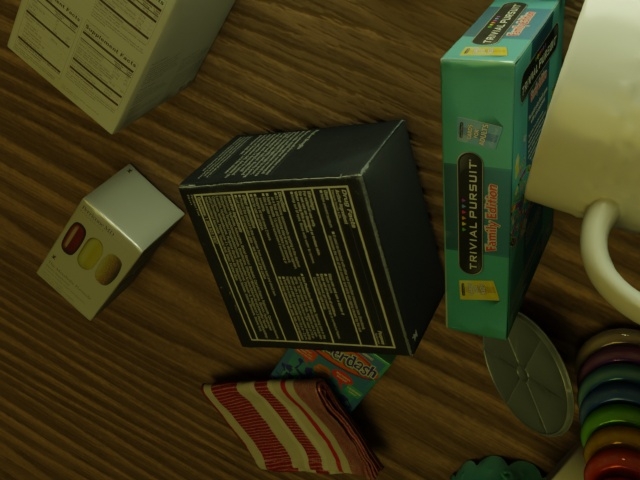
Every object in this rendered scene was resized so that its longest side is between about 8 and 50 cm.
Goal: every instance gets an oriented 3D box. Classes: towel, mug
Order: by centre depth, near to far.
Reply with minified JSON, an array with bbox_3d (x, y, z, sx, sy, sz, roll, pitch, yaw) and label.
[{"bbox_3d":[0.385,-0.079,0.773,0.328,0.374,0.276,19,162,15],"label":"mug"},{"bbox_3d":[-0.063,0.354,1.508,0.329,0.037,0.237,-11,120,43],"label":"towel"}]

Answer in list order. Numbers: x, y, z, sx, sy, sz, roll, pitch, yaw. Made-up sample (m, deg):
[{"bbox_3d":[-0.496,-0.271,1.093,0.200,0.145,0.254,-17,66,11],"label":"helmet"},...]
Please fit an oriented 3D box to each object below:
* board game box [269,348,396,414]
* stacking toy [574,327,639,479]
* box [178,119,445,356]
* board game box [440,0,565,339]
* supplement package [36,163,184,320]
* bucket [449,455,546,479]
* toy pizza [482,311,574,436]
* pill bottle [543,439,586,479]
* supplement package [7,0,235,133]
[{"bbox_3d":[0.020,0.216,1.403,0.160,0.047,0.210,34,131,4],"label":"board game box"},{"bbox_3d":[0.394,0.259,1.033,0.141,0.330,0.141,10,123,15],"label":"stacking toy"},{"bbox_3d":[0.000,0.000,1.178,0.294,0.183,0.296,0,122,30],"label":"box"},{"bbox_3d":[0.218,-0.095,0.949,0.079,0.254,0.336,9,124,24],"label":"board game box"},{"bbox_3d":[-0.375,0.005,1.420,0.139,0.134,0.244,42,131,-3],"label":"supplement package"},{"bbox_3d":[0.318,0.533,1.363,0.281,0.183,0.281,14,126,20],"label":"bucket"},{"bbox_3d":[0.310,0.191,1.182,0.201,0.032,0.201,52,152,41],"label":"toy pizza"},{"bbox_3d":[0.468,0.447,1.207,0.283,0.161,0.161,41,133,19],"label":"pill bottle"},{"bbox_3d":[-0.254,-0.329,1.085,0.198,0.199,0.262,40,131,0],"label":"supplement package"}]
